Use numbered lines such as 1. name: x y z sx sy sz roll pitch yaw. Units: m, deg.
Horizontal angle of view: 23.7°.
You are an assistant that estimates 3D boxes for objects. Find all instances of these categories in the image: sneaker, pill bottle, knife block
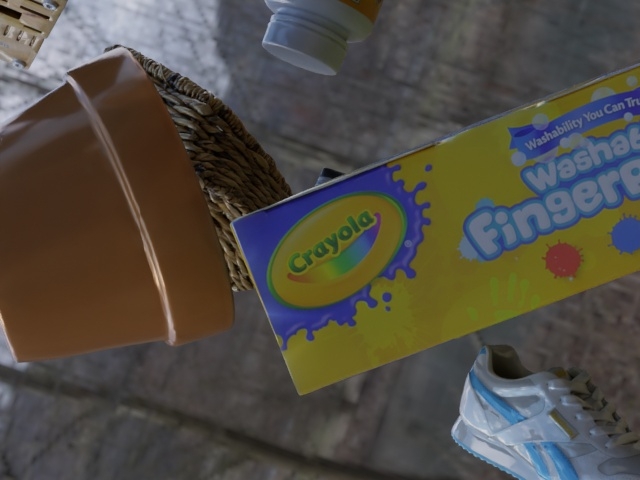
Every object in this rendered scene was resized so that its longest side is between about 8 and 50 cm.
1. sneaker: 0.207 0.157 1.255 0.087 0.229 0.092 -3 -71 -48
2. pill bottle: 0.017 -0.282 1.550 0.117 0.117 0.215 78 -147 -85
3. knife block: -0.282 -0.307 1.515 0.276 0.088 0.242 147 140 -65

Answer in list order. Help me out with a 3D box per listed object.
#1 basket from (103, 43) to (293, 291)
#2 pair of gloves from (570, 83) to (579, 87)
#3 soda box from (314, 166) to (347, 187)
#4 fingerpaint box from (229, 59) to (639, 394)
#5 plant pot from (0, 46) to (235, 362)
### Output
1. basket: -0.145 -0.094 1.922 0.299 0.214 0.223 58 -146 -54
2. pair of gloves: 0.272 -0.068 1.641 0.042 0.240 0.204 75 172 -67
3. soda box: 0.000 0.000 1.644 0.060 0.053 0.169 98 -168 -47
4. fingerpaint box: 0.179 -0.032 1.356 0.371 0.445 0.163 -25 -86 -83
5. plant pot: -0.229 -0.013 1.439 0.291 0.204 0.291 59 164 30
